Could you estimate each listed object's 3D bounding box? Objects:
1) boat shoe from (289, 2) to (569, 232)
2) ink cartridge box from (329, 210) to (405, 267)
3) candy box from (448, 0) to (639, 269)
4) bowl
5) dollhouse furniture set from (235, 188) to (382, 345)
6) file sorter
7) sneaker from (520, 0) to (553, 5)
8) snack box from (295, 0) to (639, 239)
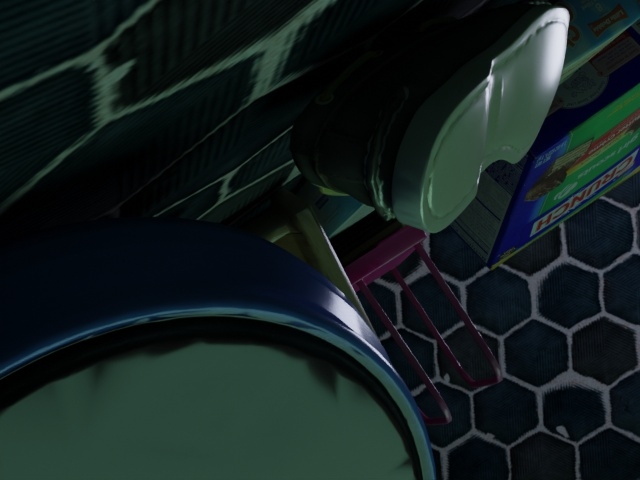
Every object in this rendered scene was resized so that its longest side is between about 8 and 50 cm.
[{"bbox_3d":[0.083,-0.094,0.823,0.305,0.091,0.109,-38,139,-57],"label":"boat shoe"},{"bbox_3d":[0.000,0.000,1.415,0.193,0.088,0.234,-33,177,-1],"label":"ink cartridge box"},{"bbox_3d":[0.288,-0.130,1.535,0.268,0.122,0.317,-34,162,-15],"label":"candy box"},{"bbox_3d":[-0.105,0.181,0.643,0.391,0.391,0.077,-34,-142,-18],"label":"bowl"},{"bbox_3d":[-0.026,0.139,0.978,0.256,0.362,0.394,-33,-155,-12],"label":"dollhouse furniture set"},{"bbox_3d":[0.012,0.146,1.303,0.291,0.182,0.202,-32,174,-8],"label":"file sorter"},{"bbox_3d":[0.146,-0.134,1.007,0.063,0.075,0.170,-37,176,42],"label":"sneaker"},{"bbox_3d":[0.131,-0.121,1.201,0.322,0.060,0.187,-34,177,-15],"label":"snack box"}]
